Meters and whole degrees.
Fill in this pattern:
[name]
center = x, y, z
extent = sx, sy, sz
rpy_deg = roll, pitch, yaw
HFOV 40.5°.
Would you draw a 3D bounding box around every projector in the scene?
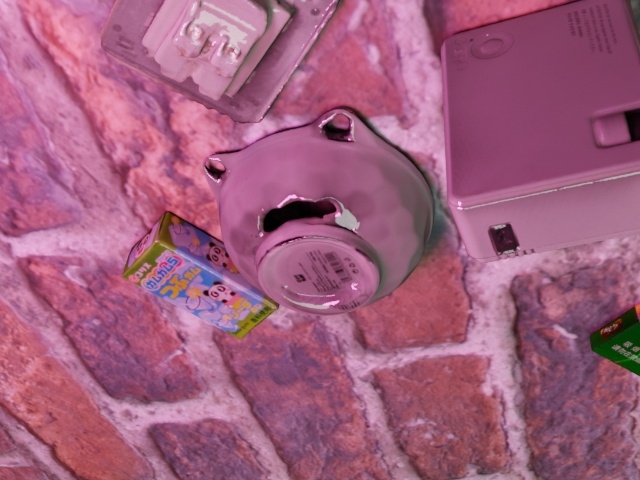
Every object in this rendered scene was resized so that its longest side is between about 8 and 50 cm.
[projector]
center = 0.218, -0.107, 0.810
extent = 0.192, 0.256, 0.099
rpy_deg = -13, 134, 19

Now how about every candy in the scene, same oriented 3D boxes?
[candy]
center = -0.154, 0.050, 1.160
extent = 0.194, 0.062, 0.097
rpy_deg = 31, 132, -22

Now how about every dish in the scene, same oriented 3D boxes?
[dish]
center = 0.000, 0.000, 1.048
extent = 0.303, 0.120, 0.303
rpy_deg = 3, 137, 3

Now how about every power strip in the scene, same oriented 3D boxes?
[power strip]
center = -0.110, -0.211, 0.882
extent = 0.198, 0.064, 0.213
rpy_deg = 23, 133, -19

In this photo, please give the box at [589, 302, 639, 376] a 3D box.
[box]
center = 0.493, 0.107, 1.158
extent = 0.132, 0.034, 0.235
rpy_deg = 28, 132, -21
